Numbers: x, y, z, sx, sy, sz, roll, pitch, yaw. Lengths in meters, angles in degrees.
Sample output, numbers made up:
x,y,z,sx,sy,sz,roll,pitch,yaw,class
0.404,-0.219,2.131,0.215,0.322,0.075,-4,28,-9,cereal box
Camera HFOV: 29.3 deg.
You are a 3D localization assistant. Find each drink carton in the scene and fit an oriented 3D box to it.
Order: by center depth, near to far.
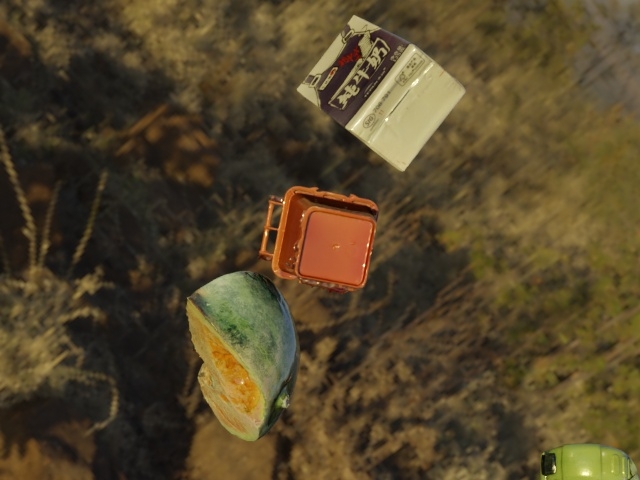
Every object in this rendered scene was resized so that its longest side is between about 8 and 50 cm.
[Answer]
x,y,z,sx,sy,sz,roll,pitch,yaw,class
0.074,-0.196,1.590,0.102,0.134,0.222,33,6,-27,drink carton

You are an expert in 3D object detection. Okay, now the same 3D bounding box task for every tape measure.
x,y,z,sx,sy,sz,roll,pitch,yaw,class
0.471,0.407,2.169,0.154,0.177,0.087,45,44,-62,tape measure

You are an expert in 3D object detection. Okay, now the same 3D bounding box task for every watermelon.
x,y,z,sx,sy,sz,roll,pitch,yaw,class
-0.090,0.186,1.972,0.175,0.188,0.322,40,-25,25,watermelon

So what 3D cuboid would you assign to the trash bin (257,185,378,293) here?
x,y,z,sx,sy,sz,roll,pitch,yaw,class
0.000,0.000,1.931,0.184,0.161,0.239,11,3,-4,trash bin
